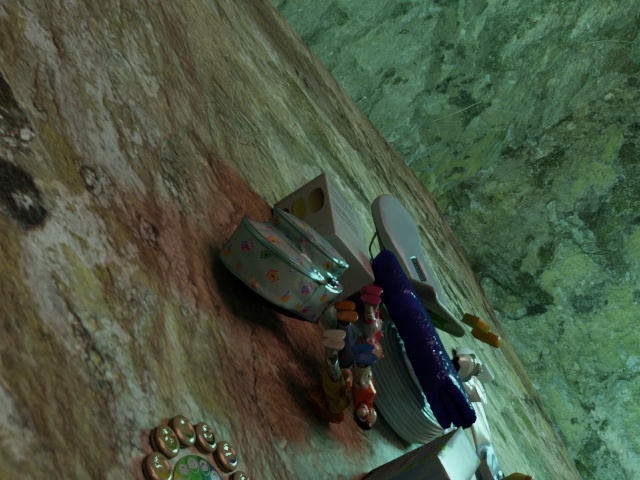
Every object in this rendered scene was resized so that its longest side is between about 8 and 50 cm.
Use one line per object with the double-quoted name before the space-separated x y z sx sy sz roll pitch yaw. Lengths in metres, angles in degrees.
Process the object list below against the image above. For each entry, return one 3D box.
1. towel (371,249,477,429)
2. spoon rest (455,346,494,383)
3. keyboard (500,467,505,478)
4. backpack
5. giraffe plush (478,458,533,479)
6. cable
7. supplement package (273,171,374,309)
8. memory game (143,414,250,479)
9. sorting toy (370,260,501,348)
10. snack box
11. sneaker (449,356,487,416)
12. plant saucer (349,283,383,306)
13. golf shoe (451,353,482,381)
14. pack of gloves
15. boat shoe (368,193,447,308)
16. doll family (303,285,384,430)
"towel" 0.182 0.190 1.363 0.227 0.076 0.308 53 11 -48
"spoon rest" 0.456 0.392 2.216 0.137 0.084 0.276 60 2 3
"keyboard" 0.505 0.665 1.866 0.192 0.038 0.100 62 16 18
"backpack" -0.059 0.035 1.137 0.166 0.144 0.188 42 12 30
"giraffe plush" 0.349 0.544 1.397 0.170 0.181 0.210 56 27 -54
"cable" 0.165 0.284 1.464 0.257 0.089 0.257 61 16 11
"supplement package" 0.000 0.000 1.421 0.134 0.139 0.244 50 16 -29
"memory game" -0.118 0.268 0.765 0.186 0.012 0.186 52 16 -21
"sorting toy" 0.237 0.152 1.605 0.307 0.041 0.229 23 -16 37
"snack box" 0.131 0.353 1.059 0.070 0.174 0.207 62 16 11
"sneaker" 0.274 0.325 1.723 0.305 0.114 0.152 48 22 -1
"plant saucer" 0.057 0.041 1.704 0.278 0.041 0.278 52 16 -21
"golf shoe" 0.266 0.308 1.598 0.086 0.176 0.069 22 24 -42
"pack of gloves" 0.325 0.479 1.609 0.195 0.046 0.232 10 59 -48
"boat shoe" 0.191 0.069 1.878 0.136 0.156 0.367 -6 68 -46
"doll family" 0.038 0.193 1.166 0.263 0.118 0.163 -72 163 -61
